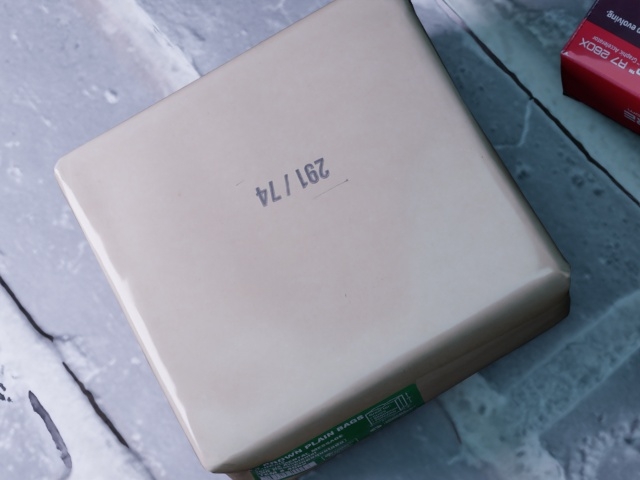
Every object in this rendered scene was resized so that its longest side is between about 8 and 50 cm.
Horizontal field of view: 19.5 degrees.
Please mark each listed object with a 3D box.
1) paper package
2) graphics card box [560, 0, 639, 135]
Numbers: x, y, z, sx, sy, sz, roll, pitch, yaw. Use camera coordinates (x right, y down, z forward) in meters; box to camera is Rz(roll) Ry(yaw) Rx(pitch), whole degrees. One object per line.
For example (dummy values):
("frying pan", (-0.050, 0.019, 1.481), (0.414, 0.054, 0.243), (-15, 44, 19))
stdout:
("paper package", (0.000, 0.000, 1.506), (0.325, 0.168, 0.309), (-29, 71, 1))
("graphics card box", (0.391, -0.229, 1.533), (0.233, 0.094, 0.371), (33, 82, 18))
